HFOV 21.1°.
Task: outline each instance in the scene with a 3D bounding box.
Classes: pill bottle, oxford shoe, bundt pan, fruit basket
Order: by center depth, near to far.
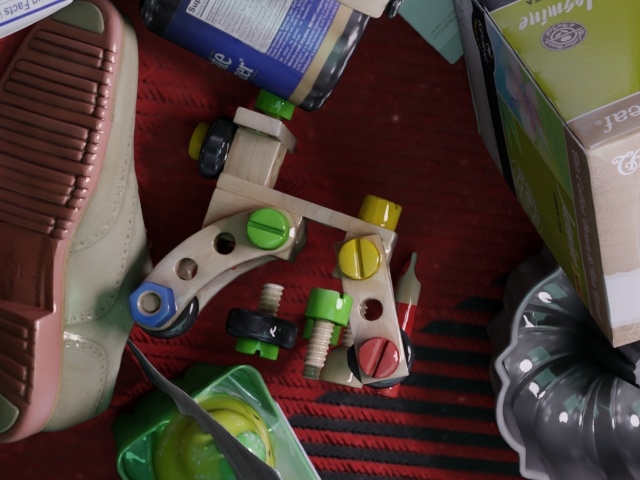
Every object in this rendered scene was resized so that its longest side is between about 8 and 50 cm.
[{"bbox_3d":[-0.073,-0.207,1.433,0.219,0.123,0.123,27,105,-8],"label":"pill bottle"},{"bbox_3d":[-0.216,-0.021,1.509,0.146,0.140,0.397,-1,110,-51],"label":"oxford shoe"},{"bbox_3d":[-0.036,0.251,1.525,0.165,0.353,0.327,-38,117,-19],"label":"fruit basket"},{"bbox_3d":[0.307,0.096,1.663,0.331,0.124,0.331,-5,114,-11],"label":"bundt pan"}]

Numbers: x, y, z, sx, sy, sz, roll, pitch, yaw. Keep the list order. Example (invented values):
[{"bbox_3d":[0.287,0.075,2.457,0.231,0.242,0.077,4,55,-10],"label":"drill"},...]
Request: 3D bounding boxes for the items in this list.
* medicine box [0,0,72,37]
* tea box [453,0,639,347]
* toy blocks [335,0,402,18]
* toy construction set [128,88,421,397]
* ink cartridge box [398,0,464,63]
[{"bbox_3d":[-0.310,-0.307,1.266,0.149,0.263,0.289,-22,115,-3],"label":"medicine box"},{"bbox_3d":[0.320,-0.133,1.437,0.329,0.323,0.220,-19,129,-4],"label":"tea box"},{"bbox_3d":[-0.022,-0.390,1.317,0.309,0.260,0.288,23,124,-9],"label":"toy blocks"},{"bbox_3d":[0.000,0.000,1.517,0.309,0.257,0.237,24,77,-56],"label":"toy construction set"},{"bbox_3d":[0.130,-0.321,1.480,0.275,0.060,0.239,-46,134,8],"label":"ink cartridge box"}]
